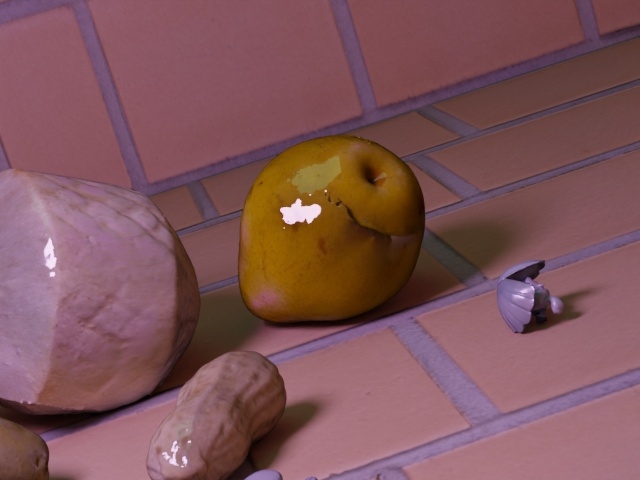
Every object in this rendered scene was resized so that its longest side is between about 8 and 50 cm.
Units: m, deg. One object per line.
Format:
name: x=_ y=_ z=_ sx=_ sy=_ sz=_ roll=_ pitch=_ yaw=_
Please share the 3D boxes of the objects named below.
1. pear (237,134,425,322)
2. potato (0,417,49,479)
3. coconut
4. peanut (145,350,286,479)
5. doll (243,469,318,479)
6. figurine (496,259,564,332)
pear: x=0.013 y=-0.002 z=2.326 sx=0.285 sy=0.285 sz=0.336 roll=-22 pitch=-25 yaw=-19
potato: x=-0.431 y=0.290 z=1.942 sx=0.194 sy=0.157 sz=0.157 roll=-4 pitch=14 yaw=-1
coconut: x=-0.395 y=0.080 z=2.260 sx=0.415 sy=0.345 sz=0.415 roll=-3 pitch=-10 yaw=-1
peanut: x=-0.129 y=0.221 z=1.880 sx=0.123 sy=0.123 sz=0.257 roll=-9 pitch=20 yaw=29
doll: x=-0.060 y=0.302 z=1.389 sx=0.195 sy=0.153 sz=0.258 roll=-39 pitch=6 yaw=19
figurine: x=0.269 y=0.077 z=2.049 sx=0.082 sy=0.086 sz=0.094 roll=-8 pitch=-33 yaw=-27
